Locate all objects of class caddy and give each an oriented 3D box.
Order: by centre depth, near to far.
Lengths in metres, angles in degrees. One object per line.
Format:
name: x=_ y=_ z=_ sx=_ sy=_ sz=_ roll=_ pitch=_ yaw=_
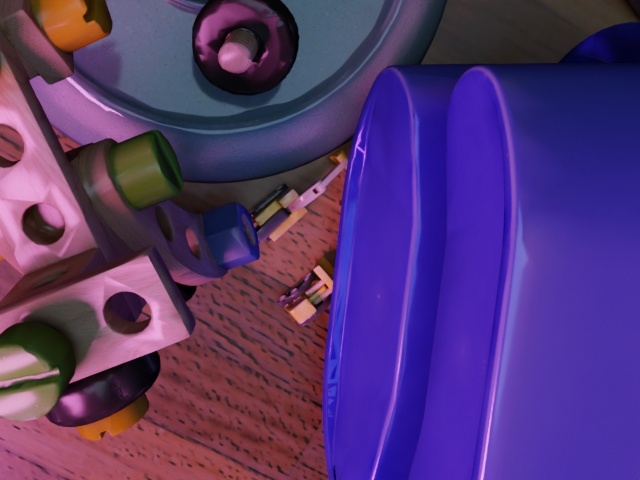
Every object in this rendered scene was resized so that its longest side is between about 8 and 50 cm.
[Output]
caddy: x=0.123 y=0.047 z=0.520 sx=0.179 sy=0.241 sz=0.341 roll=4 pitch=100 yaw=-18

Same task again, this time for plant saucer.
plant saucer: x=-0.066 y=-0.191 z=0.563 sx=0.318 sy=0.044 sz=0.317 roll=-1 pitch=100 yaw=-8

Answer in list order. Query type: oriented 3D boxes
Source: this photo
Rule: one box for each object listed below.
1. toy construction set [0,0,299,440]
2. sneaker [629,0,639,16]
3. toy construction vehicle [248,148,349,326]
toy construction set: x=-0.171 y=-0.034 z=0.445 sx=0.309 sy=0.237 sz=0.257 roll=4 pitch=118 yaw=3
sneaker: x=0.205 y=-0.193 z=0.596 sx=0.152 sy=0.054 sz=0.061 roll=33 pitch=85 yaw=-17
toy construction vehicle: x=0.000 y=0.000 z=0.606 sx=0.098 sy=0.035 sz=0.086 roll=-38 pitch=102 yaw=0
